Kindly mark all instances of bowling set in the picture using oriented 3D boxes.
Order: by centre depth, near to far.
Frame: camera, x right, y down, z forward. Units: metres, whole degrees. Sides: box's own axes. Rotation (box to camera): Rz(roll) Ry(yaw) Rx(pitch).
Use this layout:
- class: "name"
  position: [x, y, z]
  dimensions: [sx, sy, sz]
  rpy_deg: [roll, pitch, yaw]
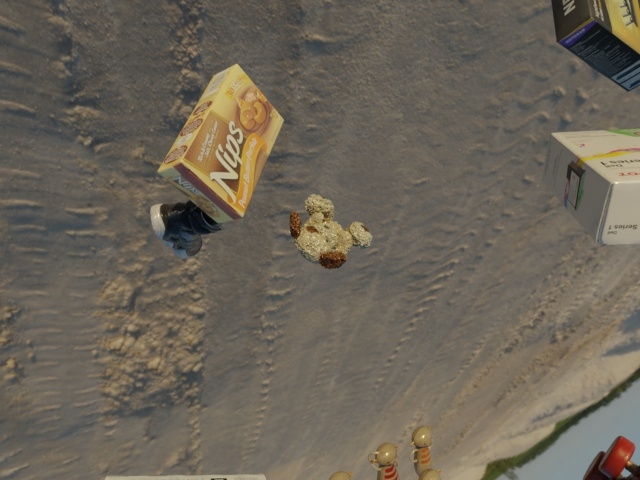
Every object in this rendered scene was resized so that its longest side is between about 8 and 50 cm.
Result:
- class: "bowling set"
  position: [0.173, 0.492, 0.872]
  dimensions: [0.287, 0.200, 0.154]
  rpy_deg: [-22, 116, -32]

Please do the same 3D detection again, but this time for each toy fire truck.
- class: "toy fire truck"
  position: [0.699, 0.629, 1.059]
  dimensions: [0.254, 0.169, 0.302]
  rpy_deg: [-40, 145, -24]

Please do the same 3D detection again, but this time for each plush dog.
- class: "plush dog"
  position: [0.000, 0.000, 1.462]
  dimensions: [0.210, 0.262, 0.225]
  rpy_deg: [-58, 165, 23]

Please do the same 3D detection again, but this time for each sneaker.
- class: "sneaker"
  position: [-0.322, -0.029, 1.190]
  dimensions: [0.153, 0.101, 0.268]
  rpy_deg: [-12, 162, 1]

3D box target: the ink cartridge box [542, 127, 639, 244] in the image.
- class: "ink cartridge box"
  position: [0.563, -0.109, 0.835]
  dimensions: [0.202, 0.278, 0.117]
  rpy_deg: [-1, 119, 7]

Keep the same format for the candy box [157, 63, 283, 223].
- class: "candy box"
  position: [-0.209, -0.219, 1.026]
  dimensions: [0.088, 0.316, 0.183]
  rpy_deg: [-10, 139, 37]

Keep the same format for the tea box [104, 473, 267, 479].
- class: "tea box"
  position: [-0.233, 0.610, 0.794]
  dimensions: [0.329, 0.323, 0.219]
  rpy_deg: [13, 102, -27]

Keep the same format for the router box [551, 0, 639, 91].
- class: "router box"
  position: [0.630, -0.519, 1.021]
  dimensions: [0.243, 0.308, 0.081]
  rpy_deg: [18, 153, -22]
